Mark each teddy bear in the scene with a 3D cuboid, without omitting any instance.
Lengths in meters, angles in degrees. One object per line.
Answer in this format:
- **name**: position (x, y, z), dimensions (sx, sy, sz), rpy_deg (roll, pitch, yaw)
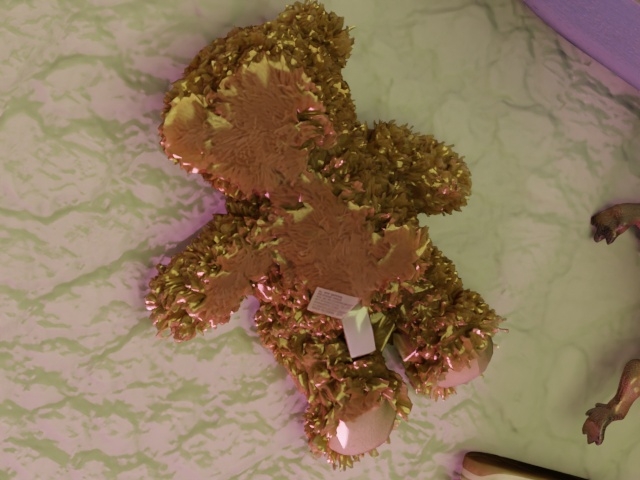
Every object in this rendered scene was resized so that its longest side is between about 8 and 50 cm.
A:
- **teddy bear**: position (0.000, 0.000, 1.280), dimensions (0.245, 0.113, 0.338), rpy_deg (-47, 115, 2)

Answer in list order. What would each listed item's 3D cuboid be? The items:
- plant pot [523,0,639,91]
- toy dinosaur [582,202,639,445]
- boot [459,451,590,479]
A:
- **plant pot**: position (0.272, -0.202, 1.238), dimensions (0.247, 0.248, 0.252), rpy_deg (-42, 142, -6)
- **toy dinosaur**: position (0.312, 0.061, 1.366), dimensions (0.200, 0.127, 0.296), rpy_deg (6, 80, -27)
- **boot**: position (0.182, 0.262, 1.375), dimensions (0.213, 0.077, 0.165), rpy_deg (18, 92, -13)
